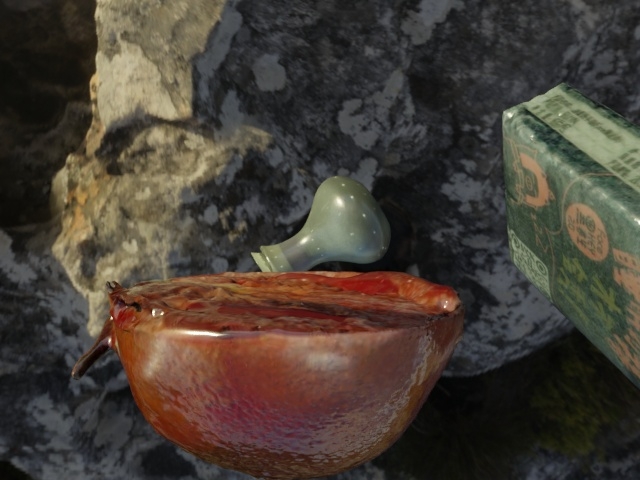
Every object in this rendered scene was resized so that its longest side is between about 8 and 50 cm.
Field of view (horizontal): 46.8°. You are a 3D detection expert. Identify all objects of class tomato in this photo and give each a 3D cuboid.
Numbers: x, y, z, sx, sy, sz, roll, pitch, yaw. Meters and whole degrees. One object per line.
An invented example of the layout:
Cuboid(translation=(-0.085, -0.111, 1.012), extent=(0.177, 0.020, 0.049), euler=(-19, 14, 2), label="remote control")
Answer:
Cuboid(translation=(-0.029, 0.115, 0.616), extent=(0.309, 0.309, 0.170), euler=(0, 98, -15), label="tomato")

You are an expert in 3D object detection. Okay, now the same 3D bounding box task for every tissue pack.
Cuboid(translation=(0.291, 0.027, 0.669), extent=(0.103, 0.315, 0.227), euler=(-29, 136, -9), label="tissue pack")

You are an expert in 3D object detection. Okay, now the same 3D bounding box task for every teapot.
Cuboid(translation=(0.000, 0.000, 1.405), extent=(0.251, 0.183, 0.183), euler=(-33, 116, -3), label="teapot")
